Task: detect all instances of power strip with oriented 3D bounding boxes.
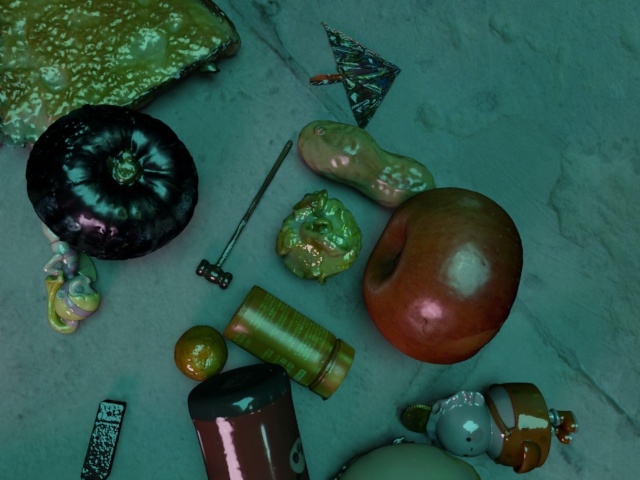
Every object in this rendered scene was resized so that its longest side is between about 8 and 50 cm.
[{"bbox_3d":[-0.316,0.291,0.711,0.038,0.029,0.111,13,78,-10],"label":"power strip"}]

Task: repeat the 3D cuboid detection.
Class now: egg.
[{"bbox_3d":[0.148,0.449,0.702,0.286,0.174,0.264,29,84,-10],"label":"egg"}]

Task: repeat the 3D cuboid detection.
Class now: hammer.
[{"bbox_3d":[-0.115,-0.055,0.832,0.058,0.029,0.292,30,72,-7],"label":"hammer"}]

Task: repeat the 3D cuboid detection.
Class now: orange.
[{"bbox_3d":[-0.183,0.172,0.744,0.083,0.070,0.083,-1,92,-22],"label":"orange"}]

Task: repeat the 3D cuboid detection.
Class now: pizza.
[{"bbox_3d":[-0.336,-0.365,0.820,0.392,0.080,0.435,-9,82,-14],"label":"pizza"}]

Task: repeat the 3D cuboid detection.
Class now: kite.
[{"bbox_3d":[0.067,-0.323,0.935,0.189,0.009,0.232,-13,81,-14],"label":"kite"}]

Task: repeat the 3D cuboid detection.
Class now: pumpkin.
[{"bbox_3d":[-0.297,-0.086,0.711,0.233,0.163,0.233,8,75,-29],"label":"pumpkin"}]

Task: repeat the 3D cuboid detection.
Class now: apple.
[{"bbox_3d":[0.186,0.050,0.758,0.206,0.251,0.272,25,105,-6],"label":"apple"}]

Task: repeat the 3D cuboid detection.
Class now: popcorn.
[{"bbox_3d":[0.000,0.000,0.801,0.141,0.162,0.135,-50,129,5],"label":"popcorn"}]

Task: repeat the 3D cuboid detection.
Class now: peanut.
[{"bbox_3d":[0.082,-0.128,0.847,0.263,0.117,0.101,27,94,-9],"label":"peanut"}]

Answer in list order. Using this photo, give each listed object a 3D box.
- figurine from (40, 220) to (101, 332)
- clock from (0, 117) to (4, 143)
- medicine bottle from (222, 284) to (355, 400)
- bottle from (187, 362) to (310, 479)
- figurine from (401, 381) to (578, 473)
[{"bbox_3d":[-0.386,0.043,0.730,0.083,0.083,0.187,-18,89,-15],"label":"figurine"},{"bbox_3d":[-0.604,-0.163,0.724,0.159,0.066,0.211,45,74,0],"label":"clock"},{"bbox_3d":[-0.049,0.159,0.764,0.192,0.096,0.096,34,73,-5],"label":"medicine bottle"},{"bbox_3d":[-0.079,0.356,0.681,0.144,0.144,0.336,-13,91,-15],"label":"bottle"},{"bbox_3d":[0.275,0.296,0.801,0.271,0.143,0.143,10,75,15],"label":"figurine"}]
